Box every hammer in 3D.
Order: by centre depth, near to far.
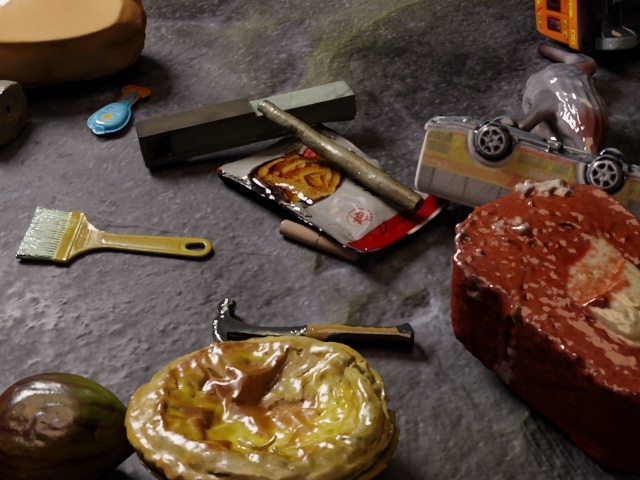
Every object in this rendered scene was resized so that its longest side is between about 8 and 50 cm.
[{"bbox_3d":[-0.008,0.094,1.258,0.201,0.021,0.078,3,41,3],"label":"hammer"}]

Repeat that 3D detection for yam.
[{"bbox_3d":[0.020,-0.097,1.421,0.234,0.027,0.029,35,81,23],"label":"yam"}]

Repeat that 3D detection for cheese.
[{"bbox_3d":[-0.246,-0.160,1.557,0.047,0.017,0.111,18,43,15],"label":"cheese"}]

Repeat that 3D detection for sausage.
[{"bbox_3d":[-0.333,-0.253,1.579,0.241,0.136,0.120,-9,71,-14],"label":"sausage"}]

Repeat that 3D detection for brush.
[{"bbox_3d":[-0.217,0.000,1.374,0.205,0.011,0.083,5,40,4],"label":"brush"}]

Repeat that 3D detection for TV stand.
[{"bbox_3d":[-0.087,-0.140,1.497,0.256,0.040,0.049,-14,30,-10],"label":"TV stand"}]

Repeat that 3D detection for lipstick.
[{"bbox_3d":[0.000,0.000,1.371,0.094,0.019,0.019,20,44,21],"label":"lipstick"}]

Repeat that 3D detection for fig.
[{"bbox_3d":[-0.212,0.172,1.108,0.154,0.103,0.109,10,77,-6],"label":"fig"}]

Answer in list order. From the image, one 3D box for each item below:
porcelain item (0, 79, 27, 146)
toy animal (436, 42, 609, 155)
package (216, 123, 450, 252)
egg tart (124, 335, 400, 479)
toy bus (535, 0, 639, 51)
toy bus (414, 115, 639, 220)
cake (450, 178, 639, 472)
[{"bbox_3d":[-0.462,-0.170,1.535,0.215,0.069,0.081,12,46,20],"label":"porcelain item"},{"bbox_3d":[0.278,-0.165,1.516,0.195,0.090,0.324,16,40,31],"label":"toy animal"},{"bbox_3d":[0.014,-0.060,1.433,0.154,0.030,0.239,-31,49,-34],"label":"package"},{"bbox_3d":[-0.047,0.167,1.094,0.241,0.106,0.241,-1,27,0],"label":"egg tart"},{"bbox_3d":[0.452,-0.343,1.680,0.329,0.143,0.153,-13,20,-18],"label":"toy bus"},{"bbox_3d":[0.237,-0.065,1.368,0.268,0.106,0.092,17,17,11],"label":"toy bus"},{"bbox_3d":[0.247,0.066,1.175,0.177,0.151,0.283,-37,58,-21],"label":"cake"}]
